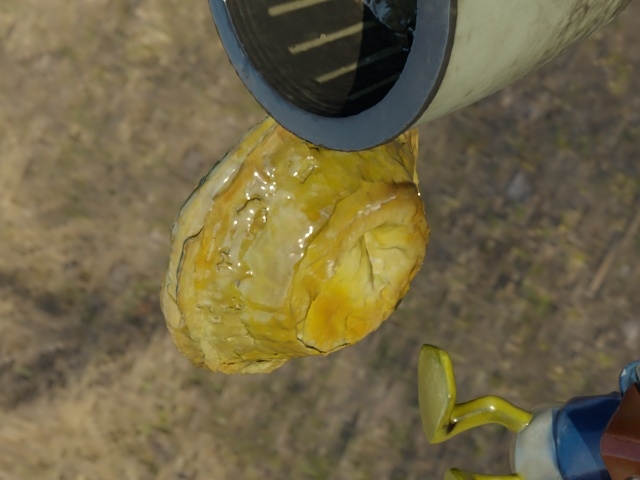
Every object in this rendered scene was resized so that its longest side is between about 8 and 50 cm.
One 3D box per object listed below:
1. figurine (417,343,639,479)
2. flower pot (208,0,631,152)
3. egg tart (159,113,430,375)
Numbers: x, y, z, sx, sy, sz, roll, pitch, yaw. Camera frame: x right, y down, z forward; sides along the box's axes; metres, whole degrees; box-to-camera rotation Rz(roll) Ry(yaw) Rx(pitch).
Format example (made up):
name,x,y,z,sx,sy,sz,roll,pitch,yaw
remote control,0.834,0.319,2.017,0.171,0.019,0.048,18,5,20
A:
name,x,y,z,sx,sy,sz,roll,pitch,yaw
figurine,0.291,0.161,1.768,0.283,0.338,0.205,152,110,-69
flower pot,0.109,-0.258,1.714,0.293,0.330,0.294,23,124,41
egg tart,-0.003,0.002,1.906,0.129,0.341,0.341,37,99,36
